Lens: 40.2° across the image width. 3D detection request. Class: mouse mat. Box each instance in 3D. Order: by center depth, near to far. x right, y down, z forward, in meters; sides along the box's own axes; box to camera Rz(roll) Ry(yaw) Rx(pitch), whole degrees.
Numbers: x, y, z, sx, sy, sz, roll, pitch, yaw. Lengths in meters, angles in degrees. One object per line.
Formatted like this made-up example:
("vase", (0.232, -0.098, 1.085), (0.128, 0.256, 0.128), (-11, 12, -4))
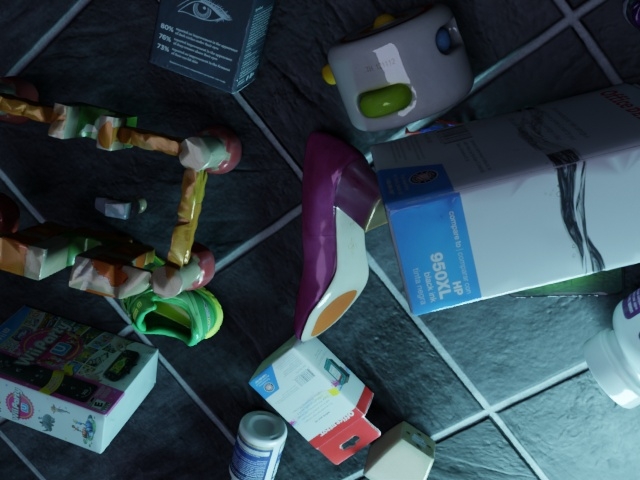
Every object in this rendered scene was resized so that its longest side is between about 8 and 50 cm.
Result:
("mouse mat", (0.390, 0.023, 1.411), (0.190, 0.007, 0.152), (-3, 113, 20))

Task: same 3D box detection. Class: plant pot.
("plant pot", (0.155, 0.402, 1.615), (0.109, 0.109, 0.096), (34, 107, 0))

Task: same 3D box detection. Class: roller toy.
("roller toy", (0.113, -0.257, 1.265), (0.191, 0.209, 0.146), (-26, 108, -10))

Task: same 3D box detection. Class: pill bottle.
("pill bottle", (0.554, 0.125, 1.313), (0.169, 0.169, 0.301), (45, 119, -6))
("pill bottle", (-0.128, 0.427, 1.718), (0.094, 0.094, 0.169), (20, 118, 8))

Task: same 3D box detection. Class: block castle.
("block castle", (-0.383, -0.089, 1.487), (0.453, 0.213, 0.303), (14, 100, 5))

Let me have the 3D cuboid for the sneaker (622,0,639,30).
("sneaker", (0.509, -0.263, 1.183), (0.224, 0.098, 0.083), (30, 120, 3))

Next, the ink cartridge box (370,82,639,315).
("ink cartridge box", (0.284, -0.068, 1.186), (0.395, 0.285, 0.166), (-14, 111, 5))

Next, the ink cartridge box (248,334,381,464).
("ink cartridge box", (-0.001, 0.291, 1.621), (0.231, 0.078, 0.134), (45, 120, -6))

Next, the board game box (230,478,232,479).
("board game box", (-0.094, 0.615, 1.768), (0.275, 0.142, 0.144), (27, 119, 4))

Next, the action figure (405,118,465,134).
("action figure", (0.192, -0.169, 1.371), (0.115, 0.030, 0.038), (-3, 119, 14))

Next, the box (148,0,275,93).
("box", (-0.161, -0.356, 1.351), (0.153, 0.108, 0.207), (23, 119, 7))

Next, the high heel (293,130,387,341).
("high heel", (0.000, 0.000, 1.493), (0.181, 0.127, 0.377), (45, 127, 26))

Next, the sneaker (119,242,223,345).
("sneaker", (-0.322, 0.095, 1.607), (0.296, 0.123, 0.109), (26, 119, 6))

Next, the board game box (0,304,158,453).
("board game box", (-0.500, 0.259, 1.685), (0.303, 0.224, 0.097), (16, 119, 10))
